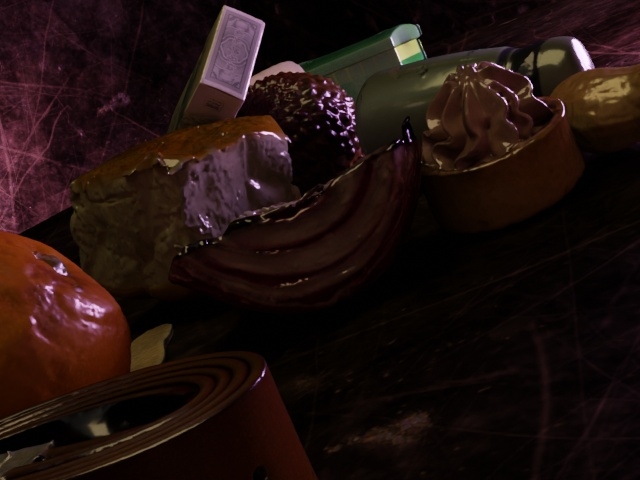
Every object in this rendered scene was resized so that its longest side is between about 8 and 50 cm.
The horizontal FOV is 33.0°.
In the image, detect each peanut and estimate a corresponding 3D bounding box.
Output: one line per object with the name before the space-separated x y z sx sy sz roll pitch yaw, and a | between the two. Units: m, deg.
peanut | 0.367 -0.155 1.237 0.263 0.101 0.117 -5 48 51

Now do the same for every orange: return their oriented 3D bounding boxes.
orange | -0.307 0.116 1.015 0.261 0.261 0.261 -23 12 5

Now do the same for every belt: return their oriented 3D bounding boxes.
belt | -0.170 0.190 0.776 0.338 0.122 0.217 -18 12 19

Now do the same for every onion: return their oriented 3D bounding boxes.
onion | 0.000 0.000 1.219 0.314 0.146 0.280 -32 -2 6

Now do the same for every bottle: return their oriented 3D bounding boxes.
bottle | 0.224 -0.185 1.488 0.347 0.168 0.168 -8 20 38

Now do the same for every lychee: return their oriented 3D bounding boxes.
lychee | -0.034 -0.150 1.690 0.236 0.236 0.271 -13 -4 41

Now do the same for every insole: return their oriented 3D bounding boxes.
insole | -0.218 0.144 1.292 0.081 0.011 0.248 -24 12 6

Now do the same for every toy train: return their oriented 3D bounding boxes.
toy train | 0.082 -0.267 2.003 0.301 0.202 0.120 -16 11 36

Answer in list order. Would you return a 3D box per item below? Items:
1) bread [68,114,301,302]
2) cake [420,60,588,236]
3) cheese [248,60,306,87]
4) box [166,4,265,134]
bread | -0.183 -0.036 1.468 0.279 0.225 0.250 -3 19 42
cake | 0.189 -0.118 1.238 0.185 0.178 0.208 -24 9 4
cheese | -0.134 -0.159 1.894 0.265 0.242 0.124 -33 59 -31
box | -0.170 -0.198 1.596 0.256 0.069 0.164 127 159 -50
